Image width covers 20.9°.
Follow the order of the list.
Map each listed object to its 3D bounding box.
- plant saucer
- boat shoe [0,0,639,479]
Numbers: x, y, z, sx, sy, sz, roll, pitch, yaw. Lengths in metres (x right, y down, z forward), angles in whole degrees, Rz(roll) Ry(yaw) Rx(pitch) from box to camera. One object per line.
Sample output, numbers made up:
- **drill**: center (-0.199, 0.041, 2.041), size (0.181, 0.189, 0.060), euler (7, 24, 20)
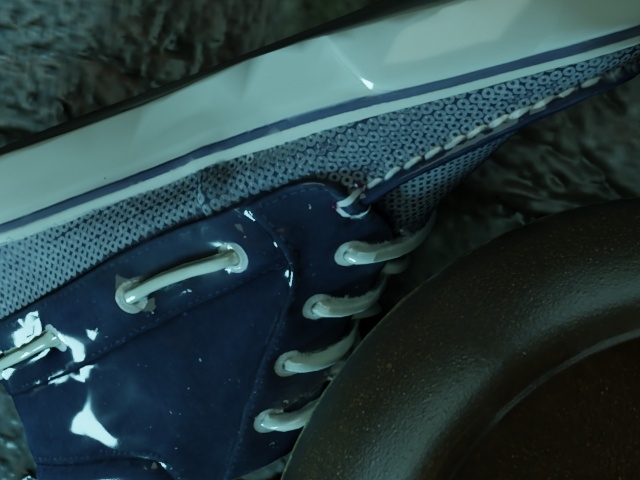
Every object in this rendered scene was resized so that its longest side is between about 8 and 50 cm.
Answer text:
- **plant saucer**: center (0.133, 0.139, 0.613), size (0.310, 0.050, 0.311), euler (0, 91, -8)
- **boat shoe**: center (0.000, 0.000, 0.690), size (0.340, 0.127, 0.158), euler (-17, 99, 30)
